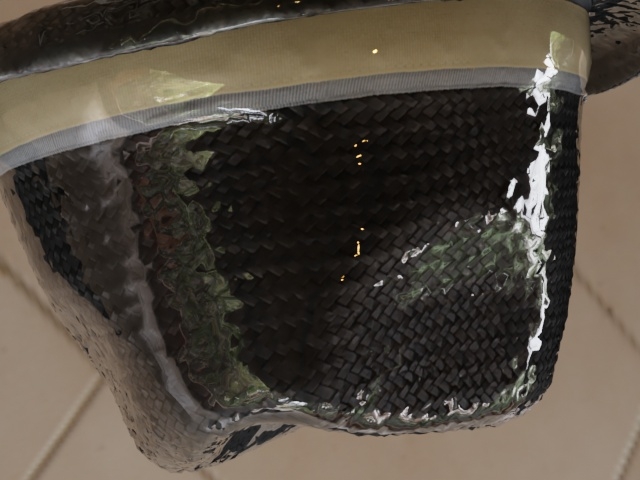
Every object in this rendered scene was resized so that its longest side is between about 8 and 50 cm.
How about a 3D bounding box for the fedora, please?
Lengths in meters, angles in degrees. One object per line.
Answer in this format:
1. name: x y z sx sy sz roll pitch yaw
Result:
1. fedora: 0.000 0.000 0.675 0.334 0.334 0.152 -6 85 -44
